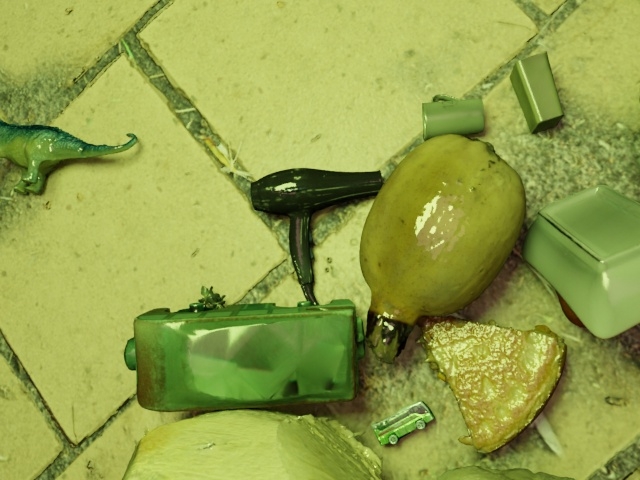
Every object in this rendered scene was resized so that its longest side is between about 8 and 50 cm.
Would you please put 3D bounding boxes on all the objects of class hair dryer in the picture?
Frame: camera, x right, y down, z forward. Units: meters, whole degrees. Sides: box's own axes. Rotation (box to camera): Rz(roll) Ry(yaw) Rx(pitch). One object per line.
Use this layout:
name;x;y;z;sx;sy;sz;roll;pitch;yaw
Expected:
hair dryer;0.000;0.000;0.753;0.195;0.075;0.219;-5;92;2

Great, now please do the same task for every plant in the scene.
plant;-0.149;0.108;0.766;0.051;0.051;0.102;-36;82;6

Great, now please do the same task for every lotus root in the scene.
lotus root;0.139;0.010;0.656;0.182;0.183;0.310;30;89;14

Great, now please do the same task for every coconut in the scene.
coconut;-0.093;0.363;0.573;0.359;0.346;0.347;-2;82;5

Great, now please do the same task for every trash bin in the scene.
trash bin;0.300;-0.202;0.704;0.042;0.061;0.092;-15;82;10

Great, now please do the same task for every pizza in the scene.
pizza;0.207;0.160;0.680;0.199;0.062;0.188;40;90;22

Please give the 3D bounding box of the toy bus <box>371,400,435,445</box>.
toy bus;0.115;0.252;0.700;0.083;0.031;0.037;-31;68;7

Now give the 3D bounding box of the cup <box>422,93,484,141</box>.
cup;0.190;-0.179;0.737;0.083;0.075;0.055;-5;118;8

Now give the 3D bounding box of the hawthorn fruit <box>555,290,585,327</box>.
hawthorn fruit;0.342;0.061;0.652;0.081;0.081;0.093;-24;69;8

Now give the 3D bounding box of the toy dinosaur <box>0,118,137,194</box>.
toy dinosaur;-0.486;-0.152;0.861;0.362;0.076;0.147;13;79;17

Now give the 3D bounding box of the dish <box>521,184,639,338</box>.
dish;0.334;0.004;0.592;0.151;0.212;0.077;-25;113;8

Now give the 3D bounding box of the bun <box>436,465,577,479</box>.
bun;0.231;0.384;0.573;0.281;0.204;0.282;1;93;22

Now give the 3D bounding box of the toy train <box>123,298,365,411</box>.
toy train;-0.098;0.147;0.664;0.326;0.159;0.129;-2;88;-3
